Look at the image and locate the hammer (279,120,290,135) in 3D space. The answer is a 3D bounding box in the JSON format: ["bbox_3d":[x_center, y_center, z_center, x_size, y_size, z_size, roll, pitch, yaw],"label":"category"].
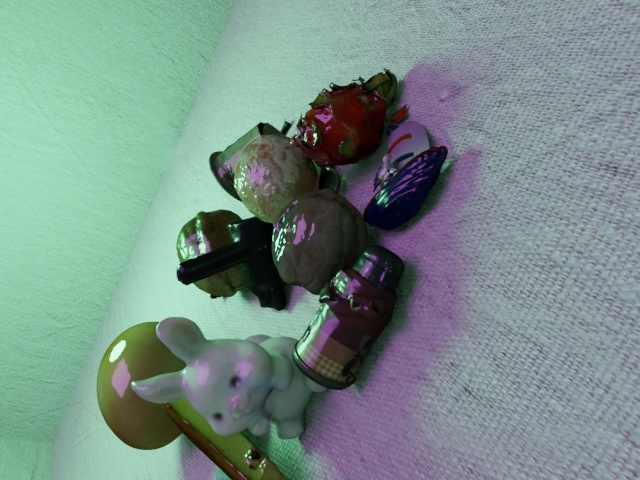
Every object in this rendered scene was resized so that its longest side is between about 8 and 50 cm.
[{"bbox_3d":[-0.154,-0.303,1.722,0.201,0.021,0.078,-55,32,24],"label":"hammer"}]

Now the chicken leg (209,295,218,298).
[{"bbox_3d":[-0.320,0.080,1.715,0.105,0.063,0.234,6,75,55],"label":"chicken leg"}]

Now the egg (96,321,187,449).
[{"bbox_3d":[-0.506,0.426,1.558,0.301,0.301,0.374,-40,42,41],"label":"egg"}]

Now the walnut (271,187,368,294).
[{"bbox_3d":[0.000,0.000,1.098,0.224,0.224,0.224,-37,42,43],"label":"walnut"}]

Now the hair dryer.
[{"bbox_3d":[-0.212,0.086,1.275,0.116,0.302,0.244,-10,99,44],"label":"hair dryer"}]

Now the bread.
[{"bbox_3d":[-0.210,0.437,1.127,0.361,0.138,0.077,22,53,40],"label":"bread"}]

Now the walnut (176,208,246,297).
[{"bbox_3d":[-0.298,0.042,1.540,0.283,0.227,0.283,160,90,-78],"label":"walnut"}]

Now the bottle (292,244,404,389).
[{"bbox_3d":[0.058,0.135,0.970,0.271,0.143,0.156,-61,30,11],"label":"bottle"}]

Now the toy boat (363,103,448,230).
[{"bbox_3d":[0.179,-0.165,1.060,0.219,0.072,0.318,-21,44,56],"label":"toy boat"}]

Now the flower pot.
[{"bbox_3d":[-0.205,-0.253,1.608,0.202,0.212,0.212,-43,38,26],"label":"flower pot"}]

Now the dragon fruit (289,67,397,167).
[{"bbox_3d":[0.056,-0.288,1.182,0.198,0.200,0.269,29,96,56],"label":"dragon fruit"}]

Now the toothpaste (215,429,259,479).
[{"bbox_3d":[-0.194,0.495,1.236,0.081,0.067,0.336,-28,49,48],"label":"toothpaste"}]

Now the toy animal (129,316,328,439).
[{"bbox_3d":[-0.178,0.270,1.069,0.241,0.367,0.196,36,106,48],"label":"toy animal"}]

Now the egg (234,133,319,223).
[{"bbox_3d":[-0.106,-0.150,1.257,0.203,0.203,0.245,-48,43,33],"label":"egg"}]

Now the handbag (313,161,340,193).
[{"bbox_3d":[-0.038,-0.141,1.398,0.315,0.109,0.241,11,82,47],"label":"handbag"}]
